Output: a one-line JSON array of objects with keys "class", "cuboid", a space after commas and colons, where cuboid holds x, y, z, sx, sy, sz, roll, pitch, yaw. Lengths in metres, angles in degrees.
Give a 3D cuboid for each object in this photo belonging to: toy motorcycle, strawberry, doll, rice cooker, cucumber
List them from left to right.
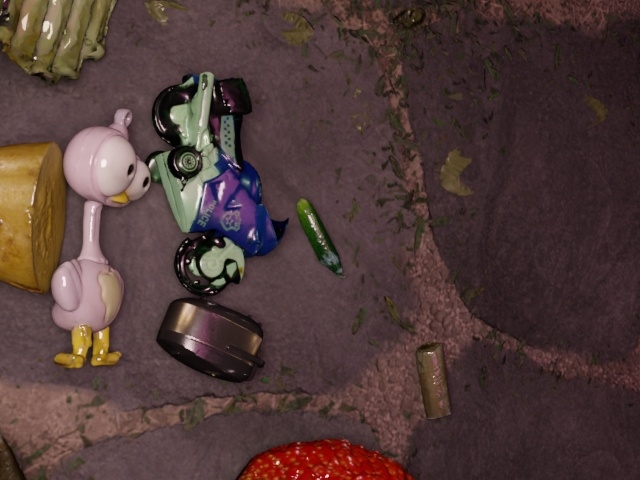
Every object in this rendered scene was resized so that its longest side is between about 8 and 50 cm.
[{"class": "doll", "cuboid": [-0.309, -0.009, 1.053, 0.094, 0.160, 0.365, 8, 84, 16]}, {"class": "rice cooker", "cuboid": [-0.160, 0.148, 1.129, 0.165, 0.112, 0.106, 22, 70, -29]}, {"class": "toy motorcycle", "cuboid": [-0.151, -0.087, 1.150, 0.196, 0.125, 0.331, -11, 94, -35]}, {"class": "cucumber", "cuboid": [0.000, 0.000, 1.264, 0.037, 0.037, 0.155, -32, 100, -25]}, {"class": "strawberry", "cuboid": [0.006, 0.411, 1.133, 0.288, 0.250, 0.238, 27, 80, 4]}]

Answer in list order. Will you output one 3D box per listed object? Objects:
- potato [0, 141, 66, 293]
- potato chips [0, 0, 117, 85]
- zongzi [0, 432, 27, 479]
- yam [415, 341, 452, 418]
[{"class": "potato", "cuboid": [-0.425, -0.036, 0.991, 0.158, 0.203, 0.178, 4, 45, -4]}, {"class": "potato chips", "cuboid": [-0.344, -0.423, 0.974, 0.070, 0.358, 0.429, 12, 90, 14]}, {"class": "zongzi", "cuboid": [-0.382, 0.480, 0.812, 0.208, 0.432, 0.403, -31, 102, 11]}, {"class": "yam", "cuboid": [0.200, 0.248, 1.337, 0.054, 0.054, 0.132, -9, 91, -27]}]
